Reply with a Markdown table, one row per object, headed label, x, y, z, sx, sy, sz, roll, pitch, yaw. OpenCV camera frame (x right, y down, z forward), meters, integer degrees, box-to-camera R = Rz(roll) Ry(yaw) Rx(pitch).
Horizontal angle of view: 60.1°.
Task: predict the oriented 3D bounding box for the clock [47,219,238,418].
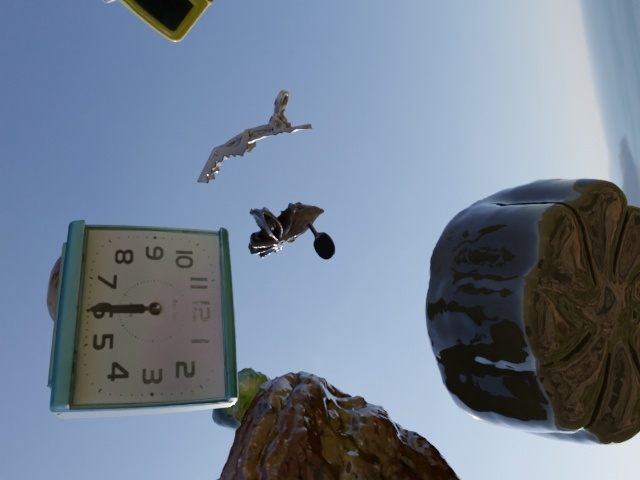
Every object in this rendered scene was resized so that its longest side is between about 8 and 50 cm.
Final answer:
| label | x | y | z | sx | sy | sz | roll | pitch | yaw |
| --- | --- | --- | --- | --- | --- | --- | --- | --- | --- |
| clock | -0.240 | 0.110 | 0.771 | 0.231 | 0.116 | 0.262 | 2 | -120 | -19 |

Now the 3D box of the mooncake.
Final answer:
| label | x | y | z | sx | sy | sz | roll | pitch | yaw |
| --- | --- | --- | --- | --- | --- | --- | --- | --- | --- |
| mooncake | 0.345 | 0.097 | 0.783 | 0.378 | 0.200 | 0.379 | 1 | -92 | -25 |

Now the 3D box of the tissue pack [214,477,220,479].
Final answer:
| label | x | y | z | sx | sy | sz | roll | pitch | yaw |
| --- | --- | --- | --- | --- | --- | --- | --- | --- | --- |
| tissue pack | 0.010 | 0.422 | 0.748 | 0.394 | 0.288 | 0.124 | -158 | 57 | -71 |

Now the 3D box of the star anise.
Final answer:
| label | x | y | z | sx | sy | sz | roll | pitch | yaw |
| --- | --- | --- | --- | --- | --- | --- | --- | --- | --- |
| star anise | -0.114 | -0.041 | 1.537 | 0.257 | 0.198 | 0.111 | -19 | -115 | -48 |

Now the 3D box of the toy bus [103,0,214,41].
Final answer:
| label | x | y | z | sx | sy | sz | roll | pitch | yaw |
| --- | --- | --- | --- | --- | --- | --- | --- | --- | --- |
| toy bus | -0.377 | -0.589 | 1.095 | 0.440 | 0.249 | 0.209 | 44 | -173 | 37 |

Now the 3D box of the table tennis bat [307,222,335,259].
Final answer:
| label | x | y | z | sx | sy | sz | roll | pitch | yaw |
| --- | --- | --- | --- | --- | --- | --- | --- | --- | --- |
| table tennis bat | 0.000 | 0.000 | 1.099 | 0.007 | 0.050 | 0.083 | -17 | -112 | -49 |

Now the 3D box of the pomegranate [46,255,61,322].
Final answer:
| label | x | y | z | sx | sy | sz | roll | pitch | yaw |
| --- | --- | --- | --- | --- | --- | --- | --- | --- | --- |
| pomegranate | -0.370 | 0.088 | 0.997 | 0.215 | 0.215 | 0.215 | 29 | -124 | -55 |

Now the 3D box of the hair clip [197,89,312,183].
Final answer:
| label | x | y | z | sx | sy | sz | roll | pitch | yaw |
| --- | --- | --- | --- | --- | --- | --- | --- | --- | --- |
| hair clip | -0.121 | -0.159 | 0.875 | 0.072 | 0.226 | 0.034 | 63 | -154 | -7 |

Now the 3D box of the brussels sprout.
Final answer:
| label | x | y | z | sx | sy | sz | roll | pitch | yaw |
| --- | --- | --- | --- | --- | --- | --- | --- | --- | --- |
| brussels sprout | -0.174 | 0.385 | 1.278 | 0.122 | 0.149 | 0.152 | -49 | -25 | -63 |

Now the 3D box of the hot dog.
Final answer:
| label | x | y | z | sx | sy | sz | roll | pitch | yaw |
| --- | --- | --- | --- | --- | --- | --- | --- | --- | --- |
| hot dog | 0.013 | 0.288 | 0.502 | 0.267 | 0.174 | 0.387 | 26 | -146 | -10 |
